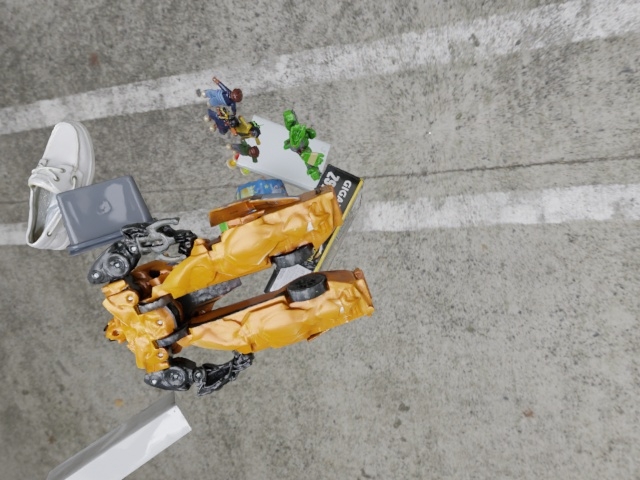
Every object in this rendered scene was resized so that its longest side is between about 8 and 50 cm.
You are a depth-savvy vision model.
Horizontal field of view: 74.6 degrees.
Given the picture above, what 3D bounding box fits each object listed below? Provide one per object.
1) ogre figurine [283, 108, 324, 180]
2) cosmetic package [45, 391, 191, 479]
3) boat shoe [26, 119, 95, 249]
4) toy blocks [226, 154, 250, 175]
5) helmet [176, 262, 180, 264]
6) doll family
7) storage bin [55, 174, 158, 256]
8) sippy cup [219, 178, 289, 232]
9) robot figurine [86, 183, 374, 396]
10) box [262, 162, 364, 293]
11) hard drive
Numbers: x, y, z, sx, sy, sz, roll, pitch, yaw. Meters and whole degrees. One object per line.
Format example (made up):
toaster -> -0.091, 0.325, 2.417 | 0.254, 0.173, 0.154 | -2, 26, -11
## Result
ogre figurine -> -0.055, -0.269, 1.142 | 0.097, 0.118, 0.197 | -43, 121, 12
cosmetic package -> -0.350, 0.370, 0.736 | 0.239, 0.099, 0.060 | -31, 96, -20
boat shoe -> -0.542, -0.116, 0.863 | 0.098, 0.096, 0.277 | 8, 92, 10
toy blocks -> -0.309, -0.342, 1.786 | 0.148, 0.123, 0.054 | -25, 55, 42
helmet -> -0.522, 0.170, 1.507 | 0.169, 0.169, 0.161 | 35, 92, 4
doll family -> -0.181, -0.252, 0.897 | 0.111, 0.193, 0.076 | 19, 70, 44
storage bin -> -0.327, -0.044, 0.646 | 0.135, 0.098, 0.091 | -19, 104, -19
sippy cup -> -0.184, -0.081, 1.413 | 0.240, 0.305, 0.224 | -15, 84, 11
robot figurine -> -0.100, 0.055, 0.466 | 0.291, 0.085, 0.211 | -18, 105, 7
box -> 0.000, 0.000, 0.878 | 0.079, 0.322, 0.257 | 25, 89, 5
hard drive -> -0.135, -0.322, 1.577 | 0.307, 0.040, 0.203 | 19, 79, -9
